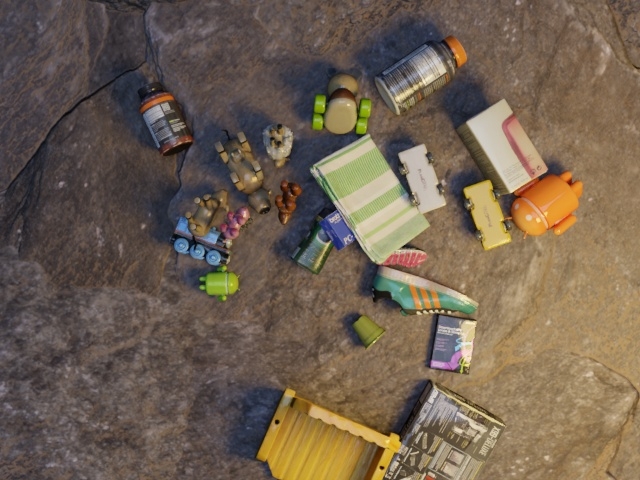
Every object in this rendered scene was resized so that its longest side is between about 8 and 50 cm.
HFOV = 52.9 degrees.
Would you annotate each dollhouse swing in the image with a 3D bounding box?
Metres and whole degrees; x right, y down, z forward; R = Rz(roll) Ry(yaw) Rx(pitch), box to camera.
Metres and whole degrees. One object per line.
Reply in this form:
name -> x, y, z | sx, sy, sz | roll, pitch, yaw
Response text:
dollhouse swing -> 0.016, 0.590, 1.748 | 0.346, 0.305, 0.315 | 24, 91, -1

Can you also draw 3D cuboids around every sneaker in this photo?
sneaker -> 0.223, 0.030, 1.848 | 0.170, 0.075, 0.063 | 2, 131, -18
sneaker -> 0.292, 0.169, 1.835 | 0.302, 0.108, 0.121 | 18, 92, 8

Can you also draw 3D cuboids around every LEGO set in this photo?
LEGO set -> -0.233, -0.053, 1.877 | 0.083, 0.023, 0.054 | 9, 89, 14

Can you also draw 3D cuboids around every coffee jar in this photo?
coffee jar -> 0.000, 0.000, 1.842 | 0.096, 0.079, 0.184 | 33, 92, -9

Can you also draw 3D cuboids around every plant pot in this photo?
plant pot -> 0.135, 0.258, 1.854 | 0.083, 0.083, 0.079 | -42, 79, 2

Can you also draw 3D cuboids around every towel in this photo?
towel -> 0.145, -0.121, 1.798 | 0.248, 0.038, 0.325 | -34, 89, -34

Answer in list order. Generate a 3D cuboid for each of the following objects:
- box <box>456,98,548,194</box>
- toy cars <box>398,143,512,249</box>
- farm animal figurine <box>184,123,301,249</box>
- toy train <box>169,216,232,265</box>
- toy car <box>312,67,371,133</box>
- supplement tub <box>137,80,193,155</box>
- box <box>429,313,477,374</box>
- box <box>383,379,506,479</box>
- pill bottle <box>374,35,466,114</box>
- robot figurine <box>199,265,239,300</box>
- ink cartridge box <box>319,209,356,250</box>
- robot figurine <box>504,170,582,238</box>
box -> 0.502, -0.256, 1.795 | 0.126, 0.148, 0.232 | -32, 91, 1
toy cars -> 0.379, -0.124, 1.835 | 0.393, 0.087, 0.176 | 30, 94, 4
farm animal figurine -> -0.220, -0.149, 1.806 | 0.330, 0.172, 0.327 | -9, 77, 0
toy train -> -0.339, 0.004, 1.850 | 0.184, 0.080, 0.105 | 21, 86, 0
toy car -> 0.061, -0.414, 1.829 | 0.155, 0.149, 0.188 | 5, 63, -3
supplement tub -> -0.446, -0.348, 1.828 | 0.106, 0.106, 0.198 | -25, 90, 1
box -> 0.386, 0.302, 1.871 | 0.116, 0.029, 0.162 | 8, 90, 1
box -> 0.351, 0.596, 1.855 | 0.242, 0.076, 0.307 | 28, 92, 0
pill bottle -> 0.285, -0.471, 1.802 | 0.245, 0.130, 0.130 | -33, 91, 1
robot figurine -> -0.290, 0.124, 1.856 | 0.115, 0.067, 0.101 | -2, 80, 1
ink cartridge box -> 0.102, -0.065, 1.804 | 0.207, 0.046, 0.097 | -34, 90, -33
robot figurine -> 0.632, -0.098, 1.807 | 0.219, 0.128, 0.158 | -37, 98, 2
